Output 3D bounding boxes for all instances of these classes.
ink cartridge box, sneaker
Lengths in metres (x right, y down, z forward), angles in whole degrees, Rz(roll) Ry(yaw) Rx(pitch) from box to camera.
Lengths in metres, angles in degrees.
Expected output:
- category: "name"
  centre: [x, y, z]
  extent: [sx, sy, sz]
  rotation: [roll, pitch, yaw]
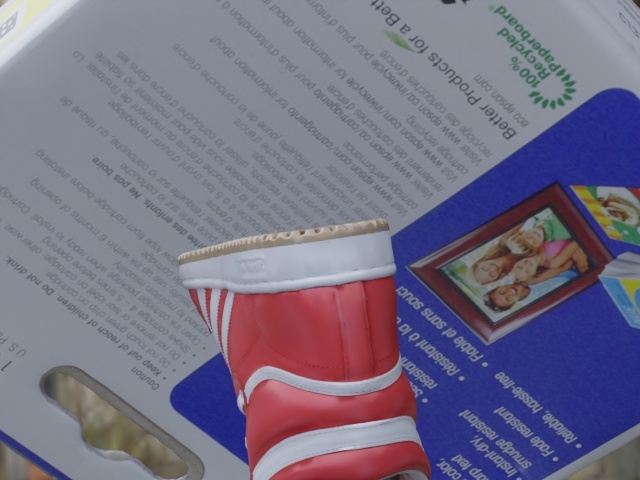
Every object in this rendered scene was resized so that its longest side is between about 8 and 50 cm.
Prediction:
- category: "ink cartridge box"
  centre: [0.000, 0.000, 0.702]
  extent: [0.307, 0.072, 0.303]
  rotation: [-34, -59, 26]
- category: "sneaker"
  centre: [-0.006, 0.032, 0.418]
  extent: [0.042, 0.067, 0.118]
  rotation: [-9, -1, -11]
